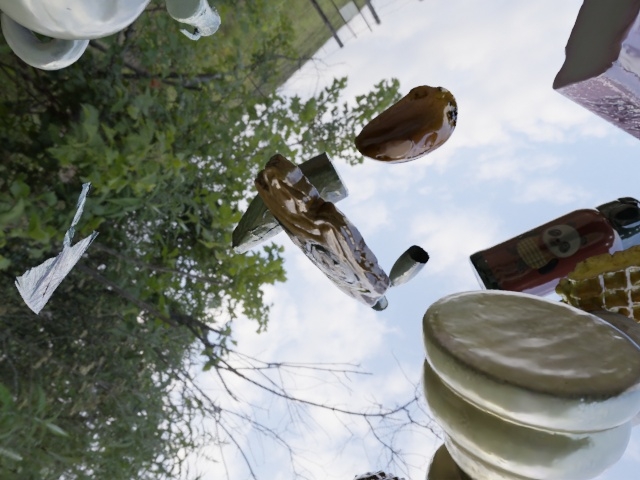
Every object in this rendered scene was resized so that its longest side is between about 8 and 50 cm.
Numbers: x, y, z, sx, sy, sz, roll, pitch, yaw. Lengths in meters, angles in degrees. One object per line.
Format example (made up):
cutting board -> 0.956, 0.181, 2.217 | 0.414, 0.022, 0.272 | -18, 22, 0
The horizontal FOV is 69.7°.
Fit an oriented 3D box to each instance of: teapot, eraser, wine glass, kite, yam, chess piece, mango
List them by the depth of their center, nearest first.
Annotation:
chess piece -> 0.156, 0.210, 0.406 | 0.167, 0.299, 0.167 | 3, -162, -1
mango -> 0.100, -0.128, 0.536 | 0.127, 0.063, 0.077 | -23, -125, 22
eraser -> 0.543, -0.268, 0.652 | 0.272, 0.359, 0.122 | -69, -164, -1
teapot -> -0.178, -0.324, 0.659 | 0.067, 0.057, 0.083 | -67, 169, 9
kite -> -0.398, 0.015, 0.711 | 0.250, 0.012, 0.229 | -57, -170, 18
yam -> -0.072, -0.070, 0.869 | 0.259, 0.106, 0.106 | -26, -148, 16
wine glass -> 0.174, 0.088, 1.051 | 0.198, 0.066, 0.066 | 122, -11, -46

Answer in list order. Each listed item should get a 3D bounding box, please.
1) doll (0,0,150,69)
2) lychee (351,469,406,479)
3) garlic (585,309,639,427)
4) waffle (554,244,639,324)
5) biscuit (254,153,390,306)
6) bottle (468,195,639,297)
doll -> -0.300, -0.347, 0.471 | 0.370, 0.215, 0.226 | 152, -42, -79
lychee -> 0.108, 0.522, 0.729 | 0.267, 0.267, 0.267 | -30, -149, 20
garlic -> 0.387, 0.174, 0.702 | 0.218, 0.212, 0.218 | -46, 167, -14
waffle -> 0.520, 0.114, 0.767 | 0.229, 0.219, 0.057 | -18, -153, 18
biscuit -> 0.000, 0.000, 0.609 | 0.041, 0.290, 0.208 | -46, -134, -12
bottle -> 0.483, 0.022, 0.926 | 0.336, 0.144, 0.144 | -27, -149, 10
